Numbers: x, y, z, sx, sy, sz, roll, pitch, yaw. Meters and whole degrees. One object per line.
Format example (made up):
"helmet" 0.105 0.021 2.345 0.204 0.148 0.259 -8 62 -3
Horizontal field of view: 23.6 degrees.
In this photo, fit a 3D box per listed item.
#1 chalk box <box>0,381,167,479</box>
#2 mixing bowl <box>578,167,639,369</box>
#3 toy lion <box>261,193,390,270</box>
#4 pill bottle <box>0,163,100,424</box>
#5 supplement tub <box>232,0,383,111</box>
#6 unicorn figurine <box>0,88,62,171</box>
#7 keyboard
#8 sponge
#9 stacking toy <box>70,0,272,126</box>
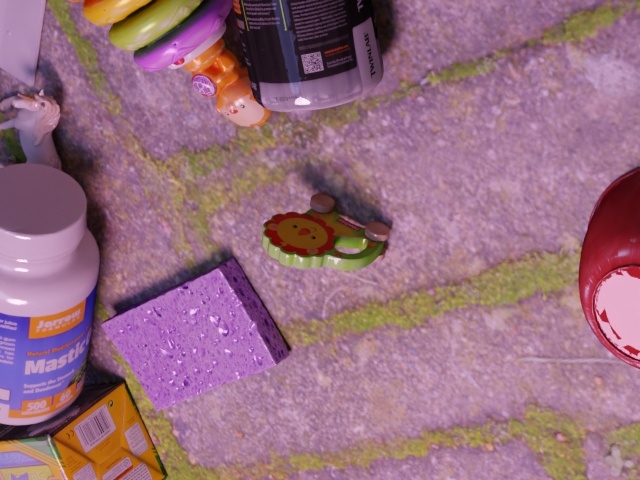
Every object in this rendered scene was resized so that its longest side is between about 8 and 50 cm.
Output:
"chalk box" -0.311 0.256 1.762 0.213 0.132 0.132 -11 107 42
"mixing bowl" 0.276 0.040 1.218 0.181 0.098 0.181 18 126 28
"toy lion" 0.000 0.000 1.404 0.100 0.096 0.034 27 128 22
"pill bottle" -0.313 0.056 1.622 0.152 0.152 0.272 33 136 18
"supplement tub" -0.018 -0.213 1.282 0.117 0.117 0.190 6 118 35
"unicorn figurine" -0.307 -0.110 1.608 0.111 0.060 0.162 8 135 33
"keyboard" -0.301 -0.275 1.535 0.072 0.014 0.256 28 129 15
"sponge" -0.134 0.103 1.609 0.210 0.031 0.117 -25 98 43
"stacking toy" -0.144 -0.217 1.376 0.175 0.165 0.302 -21 115 39
